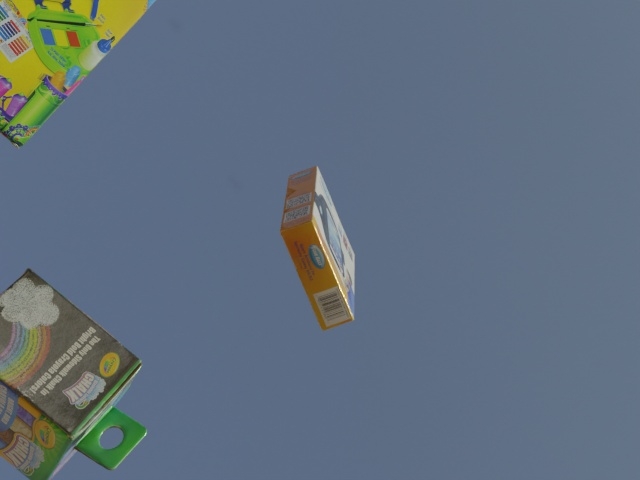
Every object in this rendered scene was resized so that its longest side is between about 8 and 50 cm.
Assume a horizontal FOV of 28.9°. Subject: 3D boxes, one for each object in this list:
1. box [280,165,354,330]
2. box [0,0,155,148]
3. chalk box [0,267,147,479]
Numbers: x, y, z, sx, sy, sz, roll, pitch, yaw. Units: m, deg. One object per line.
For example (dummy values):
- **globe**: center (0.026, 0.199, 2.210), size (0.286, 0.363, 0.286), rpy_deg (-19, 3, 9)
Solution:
- **box**: center (0.000, 0.000, 0.909), size (0.028, 0.136, 0.081), rpy_deg (-19, -70, 11)
- **box**: center (-0.373, -0.316, 1.402), size (0.279, 0.290, 0.177), rpy_deg (-47, -138, -1)
- **chalk box**: center (-0.289, 0.163, 1.332), size (0.213, 0.132, 0.132), rpy_deg (41, -43, 1)
